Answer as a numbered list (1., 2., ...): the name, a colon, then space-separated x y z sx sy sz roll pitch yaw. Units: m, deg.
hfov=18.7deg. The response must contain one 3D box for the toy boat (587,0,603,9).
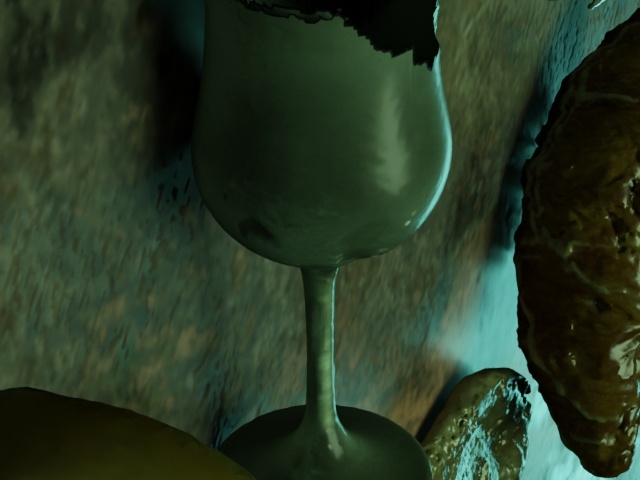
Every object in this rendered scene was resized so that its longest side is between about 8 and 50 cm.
1. toy boat: 0.084 -0.153 0.598 0.269 0.141 0.140 -49 149 -74

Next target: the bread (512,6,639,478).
1. bread: 0.130 -0.006 0.917 0.105 0.076 0.233 17 81 -81

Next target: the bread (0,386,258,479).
1. bread: -0.064 0.179 0.440 0.156 0.158 0.260 -56 151 -46

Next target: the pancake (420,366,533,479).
1. pancake: 0.064 0.130 0.912 0.151 0.025 0.151 -50 148 -47

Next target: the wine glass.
1. wine glass: 0.000 0.000 0.598 0.079 0.079 0.195 -50 147 -48
